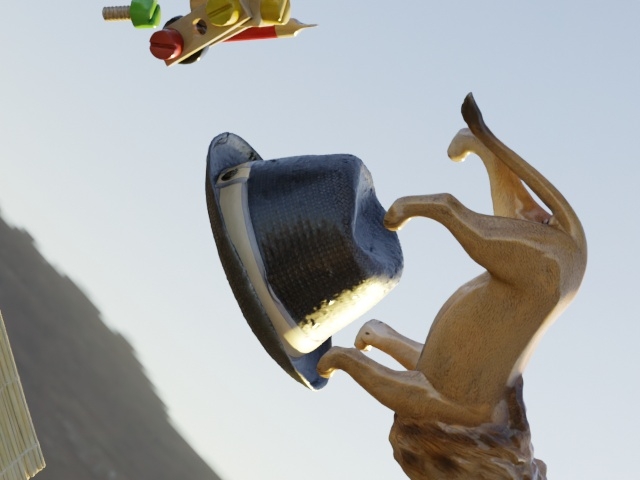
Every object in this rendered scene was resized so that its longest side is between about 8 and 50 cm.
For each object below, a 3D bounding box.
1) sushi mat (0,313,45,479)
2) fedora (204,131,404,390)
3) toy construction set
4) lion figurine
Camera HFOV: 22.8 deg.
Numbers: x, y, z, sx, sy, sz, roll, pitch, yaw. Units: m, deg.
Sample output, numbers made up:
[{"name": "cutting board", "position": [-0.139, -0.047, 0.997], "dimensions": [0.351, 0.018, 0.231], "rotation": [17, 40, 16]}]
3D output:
[{"name": "sushi mat", "position": [-0.331, 0.090, 1.388], "dimensions": [0.019, 0.151, 0.316], "rotation": [-6, -75, 30]}, {"name": "fedora", "position": [0.000, 0.000, 1.741], "dimensions": [0.334, 0.153, 0.334], "rotation": [-22, 90, -77]}, {"name": "toy construction set", "position": [-0.069, -0.316, 1.823], "dimensions": [0.237, 0.257, 0.309], "rotation": [-1, -16, 19]}, {"name": "lion figurine", "position": [0.154, 0.083, 1.471], "dimensions": [0.240, 0.392, 0.142], "rotation": [30, 27, 20]}]
